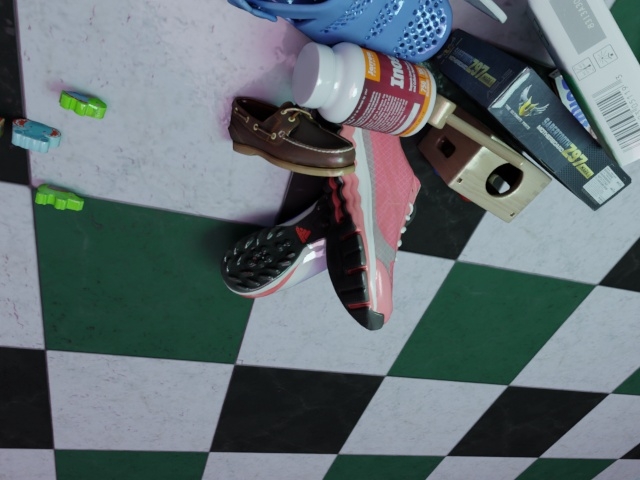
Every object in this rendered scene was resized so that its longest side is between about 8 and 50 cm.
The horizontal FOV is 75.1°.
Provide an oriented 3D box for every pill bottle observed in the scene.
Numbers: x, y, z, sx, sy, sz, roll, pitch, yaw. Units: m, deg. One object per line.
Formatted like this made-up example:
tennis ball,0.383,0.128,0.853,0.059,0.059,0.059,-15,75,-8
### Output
pill bottle,0.049,-0.172,0.475,0.152,0.086,0.086,2,127,-30

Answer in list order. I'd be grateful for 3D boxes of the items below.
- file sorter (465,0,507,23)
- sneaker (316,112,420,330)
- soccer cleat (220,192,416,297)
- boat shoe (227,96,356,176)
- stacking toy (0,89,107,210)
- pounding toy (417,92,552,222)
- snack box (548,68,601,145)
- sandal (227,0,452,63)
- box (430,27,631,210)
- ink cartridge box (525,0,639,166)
file sorter,0.171,-0.365,0.347,0.173,0.193,0.278,23,124,-28
sneaker,0.081,-0.040,0.557,0.136,0.116,0.314,-6,87,-19
soccer cleat,0.000,0.000,0.668,0.318,0.109,0.116,-25,164,-5
boat shoe,-0.043,-0.130,0.502,0.073,0.207,0.073,-23,125,-44
stacking toy,-0.395,-0.143,0.515,0.221,0.052,0.167,20,122,-25
pounding toy,0.196,-0.107,0.558,0.206,0.181,0.094,24,119,-25
snack box,0.402,-0.195,0.629,0.064,0.022,0.178,-33,125,16
sandal,0.004,-0.262,0.441,0.317,0.138,0.126,9,122,-18
box,0.262,-0.156,0.532,0.232,0.183,0.059,30,117,-27
ink cartridge box,0.294,-0.187,0.464,0.056,0.224,0.181,-30,93,28
